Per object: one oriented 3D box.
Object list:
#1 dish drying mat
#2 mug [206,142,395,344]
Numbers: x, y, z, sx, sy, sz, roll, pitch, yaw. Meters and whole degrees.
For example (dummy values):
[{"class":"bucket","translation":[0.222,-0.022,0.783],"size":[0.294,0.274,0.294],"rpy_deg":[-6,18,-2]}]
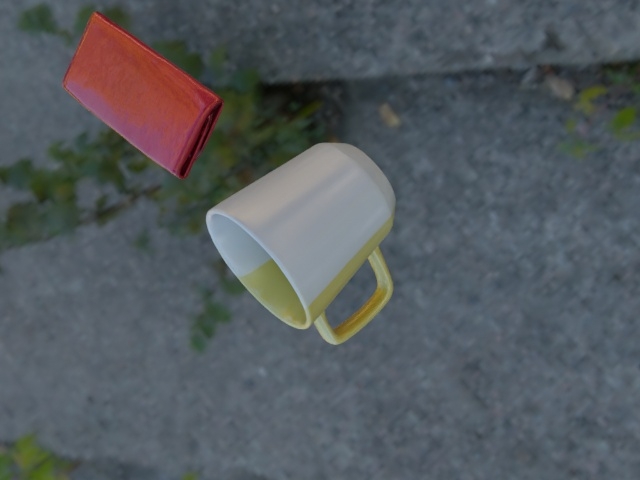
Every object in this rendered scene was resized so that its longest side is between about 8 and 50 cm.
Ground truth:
[{"class":"dish drying mat","translation":[-0.064,-0.052,0.575],"size":[0.083,0.008,0.032],"rpy_deg":[37,107,44]},{"class":"mug","translation":[-0.003,-0.003,0.679],"size":[0.062,0.064,0.078],"rpy_deg":[39,160,26]}]
